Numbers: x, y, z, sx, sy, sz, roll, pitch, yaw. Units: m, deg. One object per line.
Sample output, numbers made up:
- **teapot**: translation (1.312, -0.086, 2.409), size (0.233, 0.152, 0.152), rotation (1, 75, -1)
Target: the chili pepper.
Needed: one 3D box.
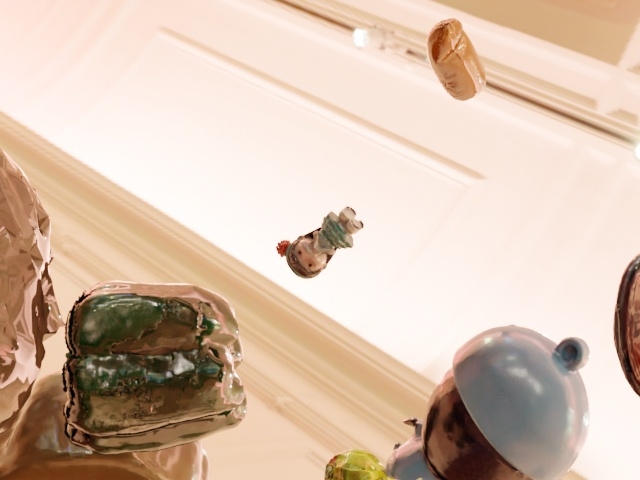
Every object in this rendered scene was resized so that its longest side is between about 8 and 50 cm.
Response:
- **chili pepper**: translation (-0.231, 0.178, 1.390), size (0.257, 0.248, 0.233), rotation (0, -107, -4)

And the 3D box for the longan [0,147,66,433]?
- **longan**: translation (-0.437, 0.051, 0.981), size (0.391, 0.391, 0.391), rotation (-6, -100, 34)

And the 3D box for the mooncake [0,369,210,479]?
- **mooncake**: translation (-0.363, 0.387, 1.653), size (0.378, 0.378, 0.200), rotation (-30, -145, 27)

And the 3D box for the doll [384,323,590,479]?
- **doll**: translation (0.182, 0.209, 1.087), size (0.314, 0.141, 0.177), rotation (-51, -131, 32)

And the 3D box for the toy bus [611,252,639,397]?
- **toy bus**: translation (0.386, 0.059, 0.758), size (0.147, 0.303, 0.127), rotation (-177, -96, -76)

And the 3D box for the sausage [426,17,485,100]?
- **sausage**: translation (0.173, -0.233, 1.291), size (0.054, 0.183, 0.062), rotation (35, -92, 31)

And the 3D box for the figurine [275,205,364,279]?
- **figurine**: translation (0.000, 0.000, 1.154), size (0.106, 0.047, 0.060), rotation (-39, -85, 25)

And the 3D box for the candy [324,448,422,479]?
- **candy**: translation (0.097, 0.246, 0.963), size (0.194, 0.062, 0.058), rotation (11, -104, 11)
